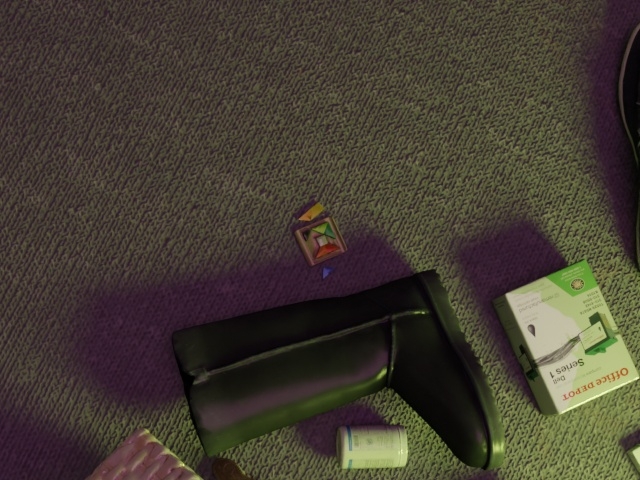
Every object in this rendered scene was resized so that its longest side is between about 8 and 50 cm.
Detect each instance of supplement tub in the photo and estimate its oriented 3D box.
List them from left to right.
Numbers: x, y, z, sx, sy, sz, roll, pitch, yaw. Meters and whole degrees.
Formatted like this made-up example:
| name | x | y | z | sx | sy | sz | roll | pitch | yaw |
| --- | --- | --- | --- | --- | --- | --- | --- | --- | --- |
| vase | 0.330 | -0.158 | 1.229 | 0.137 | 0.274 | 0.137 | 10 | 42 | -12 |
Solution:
| name | x | y | z | sx | sy | sz | roll | pitch | yaw |
| --- | --- | --- | --- | --- | --- | --- | --- | --- | --- |
| supplement tub | 0.082 | 0.333 | 1.925 | 0.107 | 0.071 | 0.071 | 1 | 80 | -8 |

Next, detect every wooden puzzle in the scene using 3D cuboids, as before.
| name | x | y | z | sx | sy | sz | roll | pitch | yaw |
| --- | --- | --- | --- | --- | --- | --- | --- | --- | --- |
| wooden puzzle | 0.000 | 0.000 | 2.002 | 0.078 | 0.014 | 0.116 | -31 | 86 | -11 |

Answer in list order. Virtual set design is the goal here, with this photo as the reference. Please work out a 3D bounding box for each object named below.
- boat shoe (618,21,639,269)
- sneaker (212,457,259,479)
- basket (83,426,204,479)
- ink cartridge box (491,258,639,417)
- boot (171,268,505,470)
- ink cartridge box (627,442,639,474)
| name | x | y | z | sx | sy | sz | roll | pitch | yaw |
| --- | --- | --- | --- | --- | --- | --- | --- | --- | --- |
| boat shoe | 0.619 | -0.162 | 2.039 | 0.187 | 0.156 | 0.500 | 2 | 79 | -5 |
| sneaker | -0.118 | 0.392 | 1.910 | 0.118 | 0.067 | 0.042 | 28 | 79 | 29 |
| basket | -0.231 | 0.497 | 1.632 | 0.328 | 0.266 | 0.331 | 36 | 70 | 26 |
| ink cartridge box | 0.408 | 0.165 | 1.984 | 0.160 | 0.092 | 0.219 | -23 | 83 | -10 |
| boot | 0.020 | 0.246 | 1.853 | 0.445 | 0.146 | 0.367 | -12 | 50 | -12 |
| ink cartridge box | 0.572 | 0.389 | 1.998 | 0.063 | 0.029 | 0.115 | -28 | 84 | -11 |
